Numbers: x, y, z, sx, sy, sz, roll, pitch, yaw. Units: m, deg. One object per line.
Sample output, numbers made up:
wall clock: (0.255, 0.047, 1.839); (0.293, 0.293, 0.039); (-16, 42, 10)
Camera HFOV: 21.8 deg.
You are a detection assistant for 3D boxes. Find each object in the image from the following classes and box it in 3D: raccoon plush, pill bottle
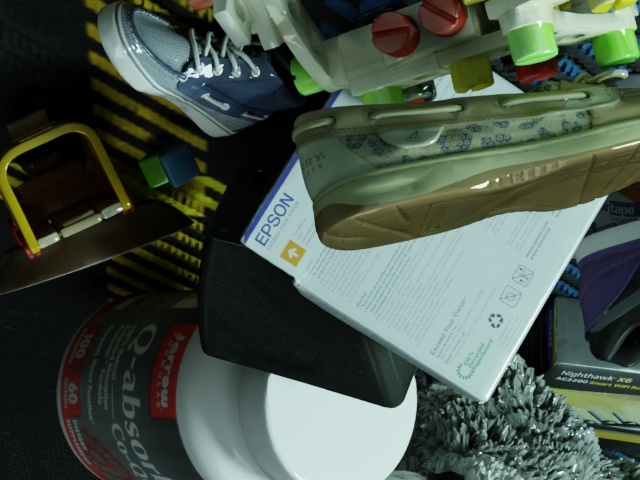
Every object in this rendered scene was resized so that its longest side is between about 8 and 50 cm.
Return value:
raccoon plush: (0.237, 0.272, 1.616); (0.446, 0.299, 0.216); (6, 119, -17)
pill bottle: (-0.086, 0.149, 1.608); (0.210, 0.210, 0.363); (21, 165, -34)

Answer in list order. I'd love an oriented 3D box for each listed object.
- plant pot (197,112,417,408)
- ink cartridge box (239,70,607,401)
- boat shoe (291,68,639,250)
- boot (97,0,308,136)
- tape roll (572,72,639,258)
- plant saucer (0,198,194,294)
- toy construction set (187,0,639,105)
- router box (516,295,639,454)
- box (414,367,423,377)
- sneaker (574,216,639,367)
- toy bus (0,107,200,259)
plant pot: (0.000, 0.000, 1.376); (0.188, 0.187, 0.167); (14, 152, 19)
ink cartridge box: (0.084, -0.027, 1.256); (0.224, 0.223, 0.045); (34, 169, -7)
boat shoe: (0.125, -0.069, 1.077); (0.285, 0.089, 0.104); (-12, 161, -17)
boot: (-0.086, -0.142, 1.272); (0.086, 0.069, 0.190); (-18, 157, 23)
tape roll: (0.271, -0.056, 1.402); (0.219, 0.072, 0.219); (2, 155, 1)
plant saucer: (-0.214, 0.001, 1.514); (0.199, 0.036, 0.198); (-19, -174, 2)
toy construction set: (0.072, -0.158, 1.113); (0.328, 0.151, 0.215); (0, 180, 23)
router box: (0.361, 0.161, 1.836); (0.309, 0.081, 0.243); (8, 154, -10)
box: (0.023, 0.132, 1.782); (0.186, 0.038, 0.145); (15, 161, 23)
sneaker: (0.336, 0.031, 1.350); (0.107, 0.124, 0.283); (22, 148, -36)
toy bus: (-0.227, -0.057, 1.402); (0.202, 0.191, 0.104); (-16, 104, 33)
